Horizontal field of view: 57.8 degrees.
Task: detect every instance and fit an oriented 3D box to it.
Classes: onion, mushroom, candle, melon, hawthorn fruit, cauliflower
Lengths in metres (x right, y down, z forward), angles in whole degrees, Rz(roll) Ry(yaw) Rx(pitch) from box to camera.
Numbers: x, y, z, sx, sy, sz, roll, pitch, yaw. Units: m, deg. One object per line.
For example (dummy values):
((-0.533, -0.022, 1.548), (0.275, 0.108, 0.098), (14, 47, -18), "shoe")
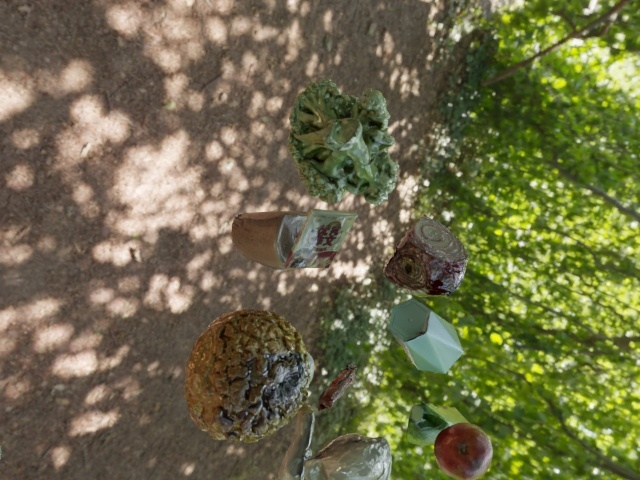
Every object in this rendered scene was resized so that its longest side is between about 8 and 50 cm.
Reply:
((0.306, 0.073, 1.673), (0.216, 0.206, 0.207), (-43, 166, -49), "onion")
((-0.073, 0.694, 1.949), (0.096, 0.099, 0.278), (31, 68, -45), "mushroom")
((0.064, 0.490, 1.955), (0.084, 0.059, 0.301), (-37, 178, 30), "candle")
((0.357, 0.596, 1.875), (0.323, 0.196, 0.124), (35, 36, -59), "melon")
((0.422, 0.622, 1.701), (0.173, 0.173, 0.173), (-51, 155, -35), "hawthorn fruit")
((0.069, -0.230, 1.337), (0.260, 0.327, 0.281), (-45, -169, -22), "cauliflower")

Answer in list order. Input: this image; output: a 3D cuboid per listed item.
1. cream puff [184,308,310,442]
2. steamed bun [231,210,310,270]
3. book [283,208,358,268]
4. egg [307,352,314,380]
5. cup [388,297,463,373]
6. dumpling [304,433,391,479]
((-0.149, 0.322, 1.353), (0.343, 0.231, 0.327), (59, 41, -32), "cream puff")
((-0.139, 0.002, 1.920), (0.301, 0.251, 0.199), (-8, 98, -60), "steamed bun")
((0.000, 0.000, 1.766), (0.162, 0.022, 0.232), (2, 132, -33), "book")
((-0.104, 0.496, 2.161), (0.209, 0.151, 0.151), (-50, 167, 23), "egg")
((0.257, 0.241, 1.452), (0.134, 0.148, 0.235), (-28, 146, 14), "cup")
((0.098, 0.745, 1.896), (0.175, 0.243, 0.227), (-43, 123, -57), "dumpling")
